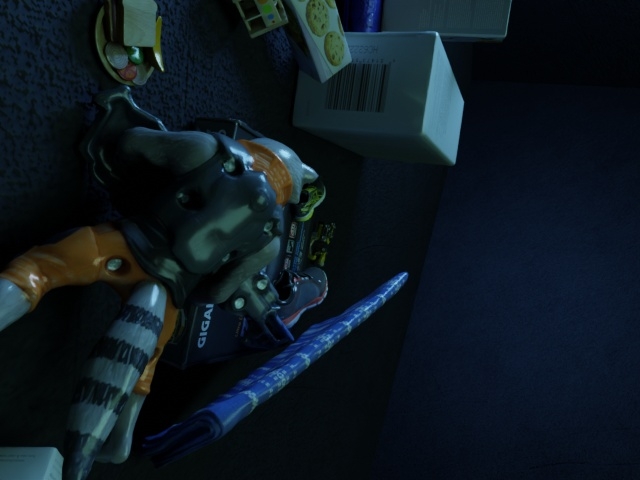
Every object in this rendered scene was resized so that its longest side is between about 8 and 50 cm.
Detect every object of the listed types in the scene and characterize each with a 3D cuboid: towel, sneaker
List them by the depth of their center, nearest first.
[{"bbox_3d":[-0.053,0.155,0.603,0.336,0.040,0.243,-29,171,-44],"label":"towel"},{"bbox_3d":[-0.034,0.067,0.691,0.158,0.061,0.064,-46,135,-57],"label":"sneaker"},{"bbox_3d":[-0.016,-0.067,0.715,0.035,0.031,0.083,74,32,-48],"label":"sneaker"},{"bbox_3d":[0.098,-0.545,0.923,0.227,0.076,0.308,-44,140,-67],"label":"towel"}]

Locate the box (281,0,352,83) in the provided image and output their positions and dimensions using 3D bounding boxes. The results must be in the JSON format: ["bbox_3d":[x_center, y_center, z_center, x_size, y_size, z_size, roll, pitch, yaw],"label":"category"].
[{"bbox_3d":[-0.038,-0.352,0.606,0.067,0.063,0.324,-41,145,-9],"label":"box"}]

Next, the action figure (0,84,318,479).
[{"bbox_3d":[-0.107,0.043,0.432,0.330,0.178,0.341,-54,127,-24],"label":"action figure"}]

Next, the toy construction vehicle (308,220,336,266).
[{"bbox_3d":[0.000,0.000,0.984,0.086,0.035,0.098,61,46,-75],"label":"toy construction vehicle"}]

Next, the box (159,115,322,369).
[{"bbox_3d":[-0.100,0.013,0.675,0.293,0.073,0.295,20,81,-70],"label":"box"}]

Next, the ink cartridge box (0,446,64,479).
[{"bbox_3d":[-0.237,0.258,0.338,0.180,0.060,0.104,-92,-174,-45],"label":"ink cartridge box"}]

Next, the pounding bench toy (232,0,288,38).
[{"bbox_3d":[-0.082,-0.311,0.584,0.065,0.052,0.083,57,15,-60],"label":"pounding bench toy"}]

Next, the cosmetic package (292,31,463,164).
[{"bbox_3d":[0.144,-0.260,0.949,0.453,0.230,0.161,-6,105,-69],"label":"cosmetic package"}]

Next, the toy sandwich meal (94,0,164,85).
[{"bbox_3d":[-0.173,-0.188,0.441,0.085,0.029,0.085,11,90,-69],"label":"toy sandwich meal"}]

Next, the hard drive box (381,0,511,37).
[{"bbox_3d":[0.254,-0.453,0.951,0.181,0.232,0.089,-46,142,-64],"label":"hard drive box"}]
